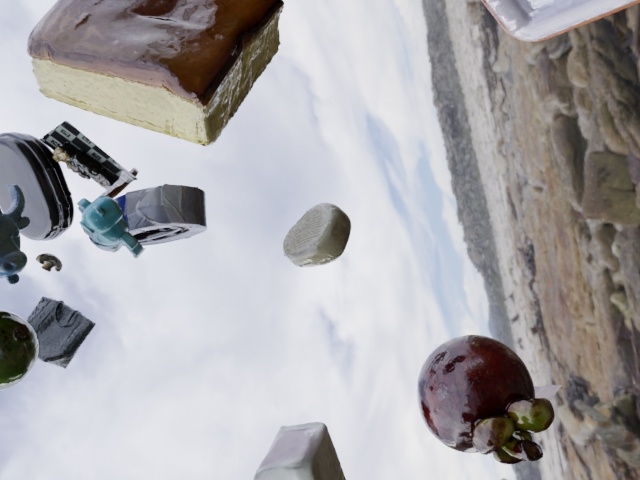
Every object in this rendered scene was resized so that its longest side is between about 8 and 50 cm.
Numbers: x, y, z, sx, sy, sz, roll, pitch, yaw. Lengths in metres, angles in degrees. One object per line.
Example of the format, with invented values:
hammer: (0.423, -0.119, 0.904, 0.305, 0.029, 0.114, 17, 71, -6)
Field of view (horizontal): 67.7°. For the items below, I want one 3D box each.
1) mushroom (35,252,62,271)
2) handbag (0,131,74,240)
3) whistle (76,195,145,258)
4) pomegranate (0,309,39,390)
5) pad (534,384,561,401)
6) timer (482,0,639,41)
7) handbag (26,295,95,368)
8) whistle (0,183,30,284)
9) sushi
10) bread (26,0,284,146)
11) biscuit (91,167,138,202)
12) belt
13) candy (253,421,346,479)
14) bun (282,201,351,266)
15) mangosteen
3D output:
mushroom: (-0.766, 0.064, 1.355, 0.049, 0.019, 0.101, -58, -16, -13)
handbag: (-0.794, -0.146, 1.313, 0.093, 0.253, 0.308, -42, -55, -55)
whistle: (-0.513, -0.028, 1.138, 0.186, 0.274, 0.093, 41, -114, -3)
pomegranate: (-0.748, 0.257, 1.052, 0.181, 0.224, 0.182, -24, -90, -85)
pad: (0.541, 0.424, 1.281, 0.113, 0.187, 0.006, -27, -91, -39)
timer: (0.182, -0.286, 0.312, 0.257, 0.250, 0.161, 33, -125, -30)
handbag: (-0.809, 0.274, 1.448, 0.175, 0.270, 0.089, -63, -29, -20)
whistle: (-0.684, -0.034, 0.977, 0.180, 0.093, 0.269, -40, -64, -57)
sushi: (-0.612, -0.193, 1.231, 0.215, 0.192, 0.051, 44, -125, -35)
bread: (-0.268, -0.343, 0.831, 0.143, 0.332, 0.324, 100, -171, -56)
biscuit: (-0.764, -0.178, 1.746, 0.031, 0.228, 0.176, 52, -178, -24)
belt: (-0.475, -0.066, 1.367, 0.212, 0.346, 0.117, 9, -107, -53)
candy: (-0.016, 0.626, 1.125, 0.208, 0.144, 0.359, -47, -61, -73)
bun: (0.000, 0.000, 1.118, 0.113, 0.173, 0.167, 40, -112, -29)
mangosteen: (0.296, 0.290, 0.849, 0.257, 0.215, 0.215, 34, 149, 60)
